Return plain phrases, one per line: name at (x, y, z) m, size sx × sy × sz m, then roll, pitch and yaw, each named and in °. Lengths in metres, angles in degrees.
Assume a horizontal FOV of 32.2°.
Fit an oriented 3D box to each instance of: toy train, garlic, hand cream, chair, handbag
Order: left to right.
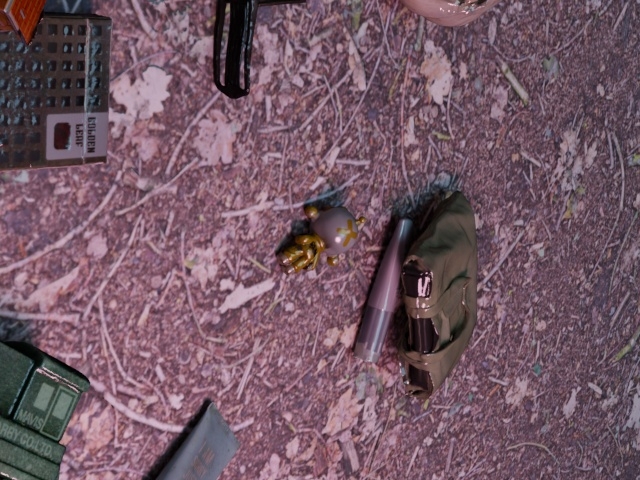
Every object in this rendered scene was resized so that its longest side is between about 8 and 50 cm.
toy train at (-0.416, 0.177, 1.270) m, size 0.330 × 0.138 × 0.178 m, roll 42°, pitch 63°, yaw -45°
hand cream at (-0.220, 0.387, 1.611) m, size 0.312 × 0.070 × 0.111 m, roll -52°, pitch 133°, yaw -27°
chair at (-0.084, -0.302, 1.494) m, size 0.101 × 0.084 × 0.213 m, roll -17°, pitch 115°, yaw -39°
hand cream at (0.112, 0.081, 1.879) m, size 0.079 × 0.048 × 0.255 m, roll 8°, pitch 100°, yaw -78°
handbag at (0.203, 0.104, 1.928) m, size 0.253 × 0.109 × 0.316 m, roll -47°, pitch 141°, yaw -53°
garlic at (0.219, -0.410, 1.740) m, size 0.229 × 0.178 × 0.143 m, roll -26°, pitch 156°, yaw -18°

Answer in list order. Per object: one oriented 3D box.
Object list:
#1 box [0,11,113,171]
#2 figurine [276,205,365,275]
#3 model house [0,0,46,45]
box at (-0.379, -0.165, 1.239) m, size 0.325 × 0.047 × 0.180 m, roll -10°, pitch 109°, yaw -46°
figurine at (-0.003, -0.003, 1.713) m, size 0.143 × 0.068 × 0.101 m, roll -9°, pitch 104°, yaw -29°
model house at (-0.340, -0.323, 1.105) m, size 0.207 × 0.154 × 0.294 m, roll 31°, pitch 72°, yaw -44°
